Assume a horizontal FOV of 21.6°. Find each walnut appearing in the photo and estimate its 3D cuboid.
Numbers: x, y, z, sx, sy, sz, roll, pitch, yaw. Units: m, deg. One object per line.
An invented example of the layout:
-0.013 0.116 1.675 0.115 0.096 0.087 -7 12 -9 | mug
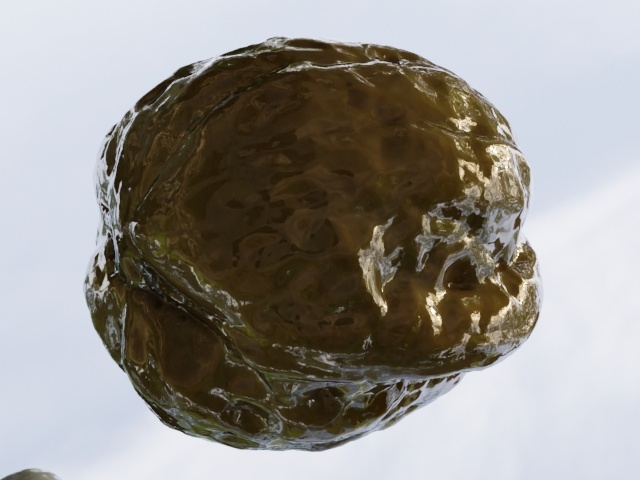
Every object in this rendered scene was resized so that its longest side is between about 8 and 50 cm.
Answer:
0.000 0.000 0.915 0.257 0.224 0.257 14 -152 -7 | walnut

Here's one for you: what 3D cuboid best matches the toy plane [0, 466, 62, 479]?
-0.244 0.298 1.366 0.117 0.244 0.244 32 -111 36 | toy plane
